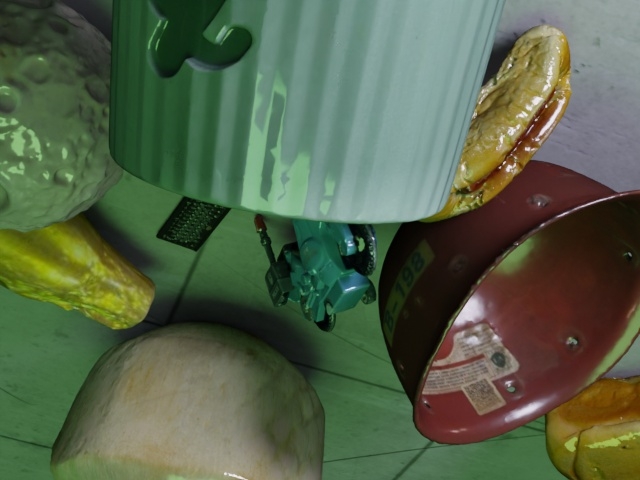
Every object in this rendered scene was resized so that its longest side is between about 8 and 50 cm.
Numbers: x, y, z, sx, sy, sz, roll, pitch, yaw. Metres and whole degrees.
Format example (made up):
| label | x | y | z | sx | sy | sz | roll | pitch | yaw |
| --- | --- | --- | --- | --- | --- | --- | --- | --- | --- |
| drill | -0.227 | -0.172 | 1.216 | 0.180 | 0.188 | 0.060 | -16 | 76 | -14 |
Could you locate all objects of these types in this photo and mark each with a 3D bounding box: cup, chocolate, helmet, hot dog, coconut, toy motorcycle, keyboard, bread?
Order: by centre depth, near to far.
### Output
| label | x | y | z | sx | sy | sz | roll | pitch | yaw |
| --- | --- | --- | --- | --- | --- | --- | --- | --- | --- |
| cup | -0.009 | -0.247 | 0.761 | 0.310 | 0.401 | 0.392 | 6 | 106 | -14 |
| hot dog | 0.180 | -0.109 | 1.036 | 0.242 | 0.073 | 0.084 | -50 | 144 | -4 |
| helmet | 0.205 | 0.033 | 1.181 | 0.338 | 0.230 | 0.384 | -6 | 131 | -32 |
| toy motorcycle | 0.000 | 0.000 | 1.236 | 0.124 | 0.182 | 0.272 | -14 | 158 | -22 |
| chocolate | -0.396 | -0.013 | 1.277 | 0.162 | 0.162 | 0.445 | -24 | 133 | 32 |
| keyboard | -0.148 | -0.046 | 1.316 | 0.064 | 0.010 | 0.198 | 22 | 139 | -20 |
| coconut | -0.187 | 0.327 | 1.463 | 0.416 | 0.415 | 0.344 | 8 | 142 | -2 |
| bread | 0.494 | 0.284 | 1.530 | 0.295 | 0.132 | 0.166 | -10 | 131 | 23 |

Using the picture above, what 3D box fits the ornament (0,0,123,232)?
| label | x | y | z | sx | sy | sz | roll | pitch | yaw |
| --- | --- | --- | --- | --- | --- | --- | --- | --- | --- |
| ornament | -0.325 | -0.130 | 1.072 | 0.260 | 0.225 | 0.259 | 4 | 142 | 3 |
